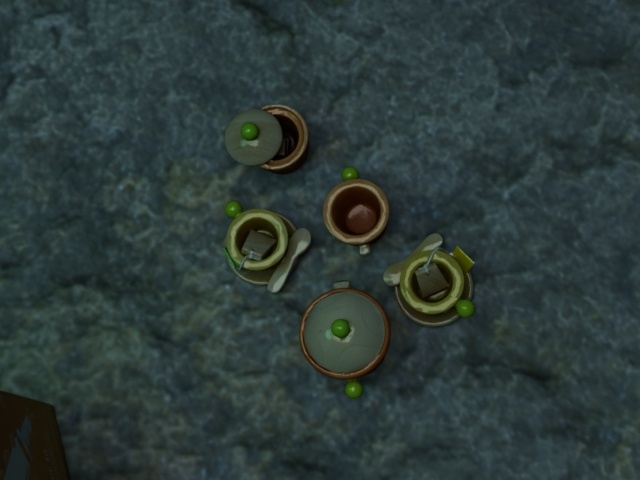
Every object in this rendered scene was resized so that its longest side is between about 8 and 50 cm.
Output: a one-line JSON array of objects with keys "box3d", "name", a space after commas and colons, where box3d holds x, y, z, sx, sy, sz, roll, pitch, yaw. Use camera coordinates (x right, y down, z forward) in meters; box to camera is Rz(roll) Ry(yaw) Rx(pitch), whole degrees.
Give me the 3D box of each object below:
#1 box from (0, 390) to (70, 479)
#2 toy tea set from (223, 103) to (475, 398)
[{"box3d": [-0.370, 0.269, 1.423, 0.168, 0.345, 0.215, -18, 77, 5], "name": "box"}, {"box3d": [0.000, 0.000, 1.536, 0.200, 0.124, 0.336, -45, 76, -2], "name": "toy tea set"}]
